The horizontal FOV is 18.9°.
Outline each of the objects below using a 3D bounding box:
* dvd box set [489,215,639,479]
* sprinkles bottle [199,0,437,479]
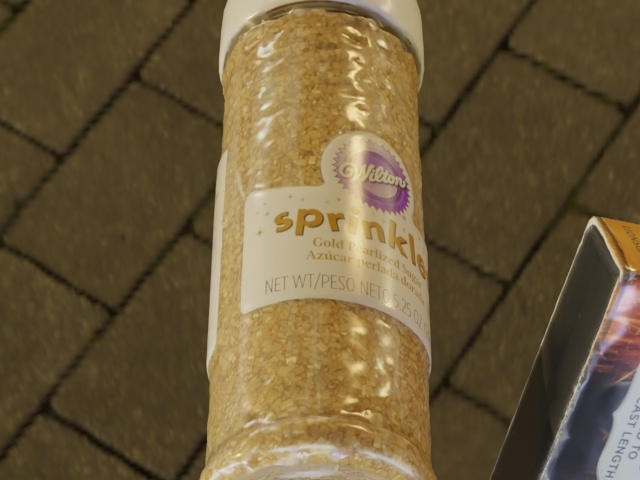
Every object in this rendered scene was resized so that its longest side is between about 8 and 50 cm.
[{"bbox_3d":[0.292,0.165,1.033,0.420,0.308,0.062,11,27,-15],"label":"dvd box set"},{"bbox_3d":[0.000,0.000,1.046,0.121,0.121,0.355,-1,50,2],"label":"sprinkles bottle"}]
